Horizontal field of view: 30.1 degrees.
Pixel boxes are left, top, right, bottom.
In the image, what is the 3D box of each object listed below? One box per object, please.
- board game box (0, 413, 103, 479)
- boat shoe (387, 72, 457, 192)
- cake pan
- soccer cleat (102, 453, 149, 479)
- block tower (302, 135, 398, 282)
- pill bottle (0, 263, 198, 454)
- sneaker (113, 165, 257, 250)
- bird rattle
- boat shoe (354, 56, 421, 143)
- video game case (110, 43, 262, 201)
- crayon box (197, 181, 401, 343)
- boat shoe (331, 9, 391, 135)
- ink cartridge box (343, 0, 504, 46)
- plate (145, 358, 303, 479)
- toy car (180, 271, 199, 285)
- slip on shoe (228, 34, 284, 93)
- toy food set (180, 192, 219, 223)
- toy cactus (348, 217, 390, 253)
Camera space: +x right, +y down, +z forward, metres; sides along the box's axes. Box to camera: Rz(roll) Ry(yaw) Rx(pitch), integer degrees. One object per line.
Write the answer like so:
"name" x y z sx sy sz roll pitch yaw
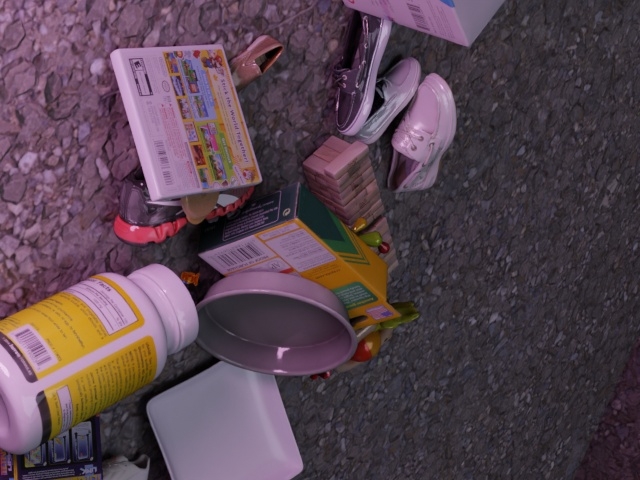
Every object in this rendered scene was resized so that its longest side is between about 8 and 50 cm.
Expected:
"board game box" -0.421 0.323 1.855 0.170 0.048 0.141 7 77 -51
"boat shoe" 0.182 -0.188 2.233 0.096 0.098 0.277 -22 143 -26
"cake pan" -0.080 0.143 2.041 0.293 0.293 0.054 58 32 -49
"soccer cleat" -0.364 0.399 2.014 0.196 0.068 0.076 11 99 -59
"block tower" 0.059 -0.045 2.209 0.091 0.097 0.335 -43 141 -24
"pill bottle" -0.353 0.163 1.770 0.334 0.188 0.188 -28 131 -37
"sneaker" -0.203 -0.091 1.861 0.276 0.097 0.135 -26 133 -37
"bird rattle" 0.079 0.201 2.366 0.253 0.143 0.207 -46 157 -16
"boat shoe" 0.114 -0.264 2.167 0.184 0.066 0.063 -50 144 1
"video game case" -0.197 -0.179 1.770 0.206 0.026 0.227 -12 84 -45
"crayon box" -0.028 0.046 2.019 0.323 0.203 0.083 43 39 -40
"boat shoe" 0.057 -0.296 2.066 0.076 0.080 0.229 7 110 -33
"ink cartridge box" 0.158 -0.476 1.906 0.197 0.270 0.198 -52 142 -15
"plate" -0.177 0.356 2.153 0.278 0.045 0.277 -27 107 -38
"toy car" -0.242 0.111 2.012 0.040 0.060 0.122 16 81 -10
"slip on shoe" -0.112 -0.274 1.902 0.135 0.041 0.051 -46 140 -20
"toy food set" -0.183 -0.072 1.800 0.082 0.020 0.083 -56 138 -23
"toy cactus" 0.000 0.000 2.099 0.180 0.219 0.112 52 38 -59
